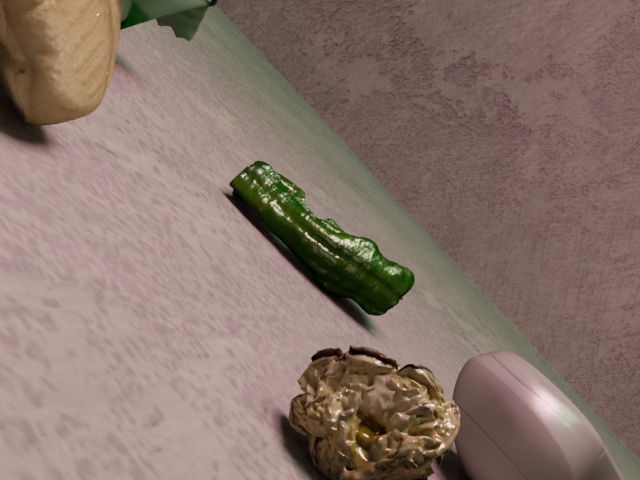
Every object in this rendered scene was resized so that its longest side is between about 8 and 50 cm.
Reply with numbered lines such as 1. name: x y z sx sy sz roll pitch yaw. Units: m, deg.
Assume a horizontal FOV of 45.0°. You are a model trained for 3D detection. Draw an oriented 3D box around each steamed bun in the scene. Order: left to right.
1. steamed bun: -0.213 -0.200 0.583 0.231 0.110 0.212 28 -45 59

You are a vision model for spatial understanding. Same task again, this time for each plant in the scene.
1. plant: 0.043 0.129 0.560 0.116 0.104 0.122 38 1 23

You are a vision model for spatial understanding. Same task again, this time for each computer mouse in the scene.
1. computer mouse: 0.223 0.239 0.778 0.184 0.121 0.297 41 -12 50

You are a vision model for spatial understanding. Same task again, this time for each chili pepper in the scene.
1. chili pepper: 0.000 0.000 0.932 0.253 0.083 0.099 40 10 -4

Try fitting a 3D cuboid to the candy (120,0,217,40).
1. candy: -0.285 -0.282 0.794 0.263 0.172 0.398 35 32 -2
